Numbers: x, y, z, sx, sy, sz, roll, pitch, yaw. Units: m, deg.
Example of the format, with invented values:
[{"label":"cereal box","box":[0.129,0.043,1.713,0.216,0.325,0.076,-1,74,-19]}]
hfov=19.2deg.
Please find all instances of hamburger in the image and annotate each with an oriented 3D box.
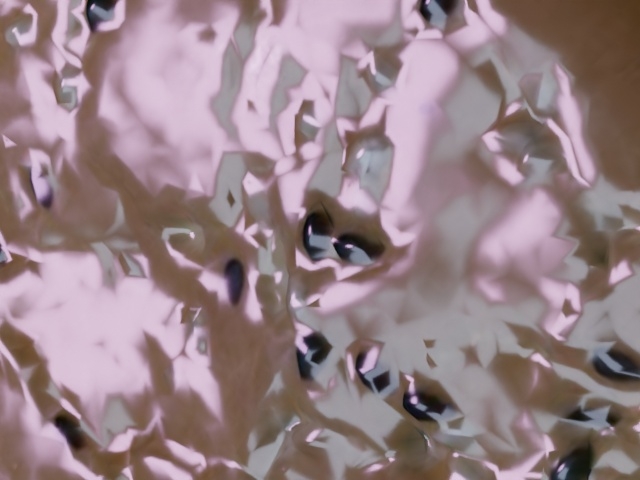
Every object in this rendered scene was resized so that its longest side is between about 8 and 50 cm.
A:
[{"label":"hamburger","box":[0.000,0.000,0.494,0.277,0.195,0.318,45,116,17]}]
